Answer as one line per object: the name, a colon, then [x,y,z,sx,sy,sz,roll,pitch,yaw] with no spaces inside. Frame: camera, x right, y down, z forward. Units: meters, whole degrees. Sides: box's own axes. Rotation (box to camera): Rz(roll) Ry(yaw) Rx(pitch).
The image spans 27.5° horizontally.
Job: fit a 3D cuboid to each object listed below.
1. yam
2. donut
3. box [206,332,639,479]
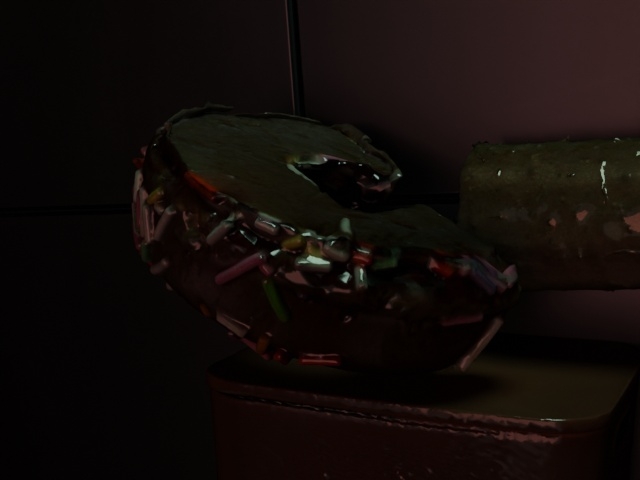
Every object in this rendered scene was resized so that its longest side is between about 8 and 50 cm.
yam: [0.243,-0.024,1.096,0.238,0.128,0.129,-4,131,28]
donut: [-0.021,-0.002,1.075,0.345,0.259,0.136,39,122,47]
box: [0.093,0.212,1.137,0.339,0.239,0.229,4,103,22]
